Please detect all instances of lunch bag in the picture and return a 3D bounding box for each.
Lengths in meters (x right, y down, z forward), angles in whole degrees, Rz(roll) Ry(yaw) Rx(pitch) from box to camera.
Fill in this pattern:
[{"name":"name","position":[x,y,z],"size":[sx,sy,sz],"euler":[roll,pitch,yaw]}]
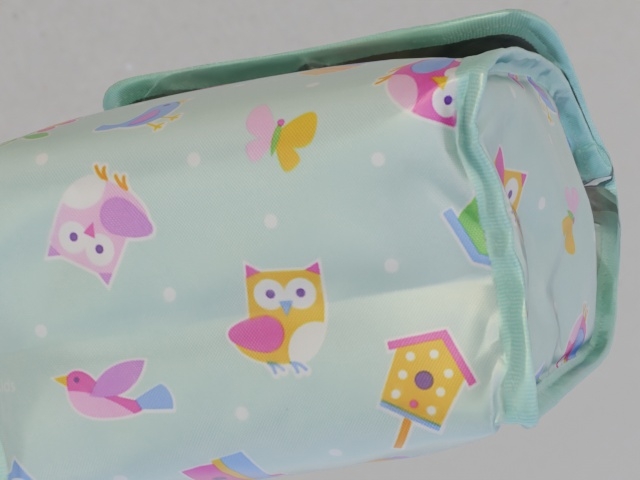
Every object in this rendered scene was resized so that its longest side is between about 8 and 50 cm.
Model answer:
[{"name":"lunch bag","position":[0.000,0.000,0.764],"size":[0.223,0.160,0.262],"euler":[-9,-175,18]}]
